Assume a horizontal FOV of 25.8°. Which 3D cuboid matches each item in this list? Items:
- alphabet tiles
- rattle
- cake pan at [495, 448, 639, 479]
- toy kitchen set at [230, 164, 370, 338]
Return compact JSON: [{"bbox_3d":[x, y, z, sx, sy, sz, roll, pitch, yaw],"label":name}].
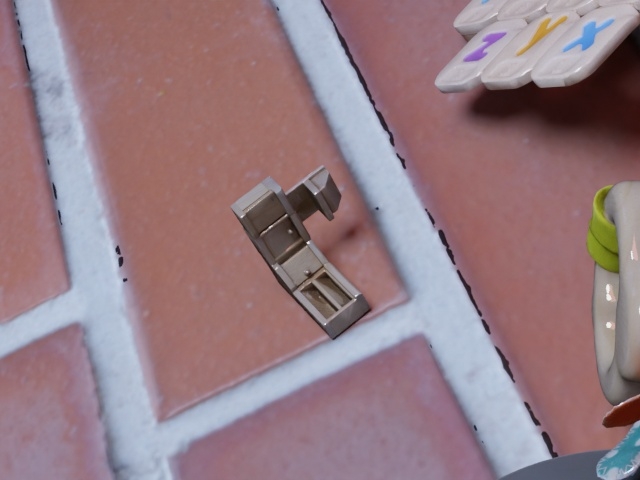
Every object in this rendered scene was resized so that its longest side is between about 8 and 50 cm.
[{"bbox_3d":[0.208,-0.191,0.937,0.278,0.021,0.284,-47,22,-17],"label":"alphabet tiles"},{"bbox_3d":[0.208,0.049,0.731,0.142,0.130,0.200,16,20,-4],"label":"rattle"},{"bbox_3d":[0.139,0.220,0.663,0.293,0.054,0.293,-14,46,15],"label":"cake pan"},{"bbox_3d":[0.000,0.000,0.908,0.068,0.083,0.075,-38,45,-7],"label":"toy kitchen set"}]
